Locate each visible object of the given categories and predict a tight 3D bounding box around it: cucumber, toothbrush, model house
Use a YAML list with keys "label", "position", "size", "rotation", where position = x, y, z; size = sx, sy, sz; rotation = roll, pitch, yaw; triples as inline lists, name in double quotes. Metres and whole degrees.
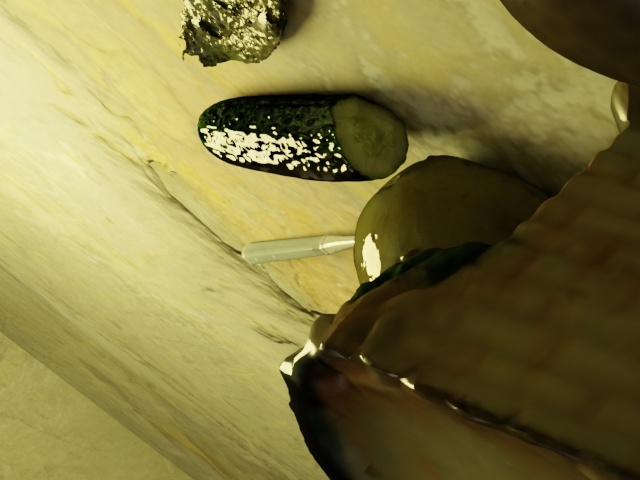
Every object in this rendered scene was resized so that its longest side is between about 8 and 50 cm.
- label: "cucumber"
  position: [-0.031, -0.092, 0.994]
  size: [0.241, 0.074, 0.074]
  rotation: [9, 147, 47]
- label: "toothbrush"
  position: [-0.001, 0.002, 1.195]
  size: [0.025, 0.030, 0.342]
  rotation: [42, 156, -20]
- label: "model house"
  position: [0.270, 0.119, 0.670]
  size: [0.395, 0.400, 0.445]
  rotation: [18, 143, 51]

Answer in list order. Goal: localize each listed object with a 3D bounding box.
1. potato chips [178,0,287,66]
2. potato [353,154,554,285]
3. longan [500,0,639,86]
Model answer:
- label: "potato chips"
  position: [-0.107, -0.219, 0.891]
  size: [0.202, 0.029, 0.220]
  rotation: [6, 144, 42]
- label: "potato"
  position: [0.150, 0.030, 0.906]
  size: [0.262, 0.165, 0.165]
  rotation: [22, 156, 10]
- label: "longan"
  position: [0.157, -0.154, 0.476]
  size: [0.212, 0.198, 0.198]
  rotation: [24, 156, 14]
